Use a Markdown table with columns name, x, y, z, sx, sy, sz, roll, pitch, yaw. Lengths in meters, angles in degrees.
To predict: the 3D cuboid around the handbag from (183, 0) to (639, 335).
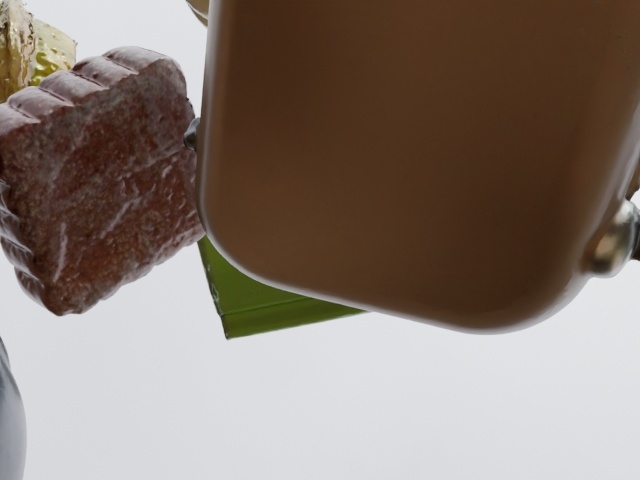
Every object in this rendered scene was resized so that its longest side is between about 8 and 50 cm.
| name | x | y | z | sx | sy | sz | roll | pitch | yaw |
| --- | --- | --- | --- | --- | --- | --- | --- | --- | --- |
| handbag | 0.088 | -0.095 | 0.497 | 0.283 | 0.149 | 0.302 | 19 | -53 | 13 |

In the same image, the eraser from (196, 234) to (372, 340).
| name | x | y | z | sx | sy | sz | roll | pitch | yaw |
| --- | --- | --- | --- | --- | --- | --- | --- | --- | --- |
| eraser | 0.000 | 0.000 | 1.237 | 0.274 | 0.092 | 0.210 | -13 | -54 | -3 |

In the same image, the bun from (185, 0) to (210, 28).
| name | x | y | z | sx | sy | sz | roll | pitch | yaw |
| --- | --- | --- | --- | --- | --- | --- | --- | --- | --- |
| bun | -0.119 | -0.339 | 1.186 | 0.175 | 0.263 | 0.263 | -1 | -59 | 14 |

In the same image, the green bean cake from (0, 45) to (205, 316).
| name | x | y | z | sx | sy | sz | roll | pitch | yaw |
| --- | --- | --- | --- | --- | --- | --- | --- | --- | --- |
| green bean cake | -0.136 | -0.038 | 0.648 | 0.056 | 0.135 | 0.135 | 26 | -43 | 43 |

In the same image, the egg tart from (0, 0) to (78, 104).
| name | x | y | z | sx | sy | sz | roll | pitch | yaw |
| --- | --- | --- | --- | --- | --- | --- | --- | --- | --- |
| egg tart | -0.388 | -0.190 | 1.421 | 0.118 | 0.288 | 0.288 | 2 | -53 | -17 |

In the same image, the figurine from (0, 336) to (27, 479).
| name | x | y | z | sx | sy | sz | roll | pitch | yaw |
| --- | --- | --- | --- | --- | --- | --- | --- | --- | --- |
| figurine | -0.227 | 0.129 | 0.412 | 0.175 | 0.197 | 0.265 | 27 | -95 | 6 |
